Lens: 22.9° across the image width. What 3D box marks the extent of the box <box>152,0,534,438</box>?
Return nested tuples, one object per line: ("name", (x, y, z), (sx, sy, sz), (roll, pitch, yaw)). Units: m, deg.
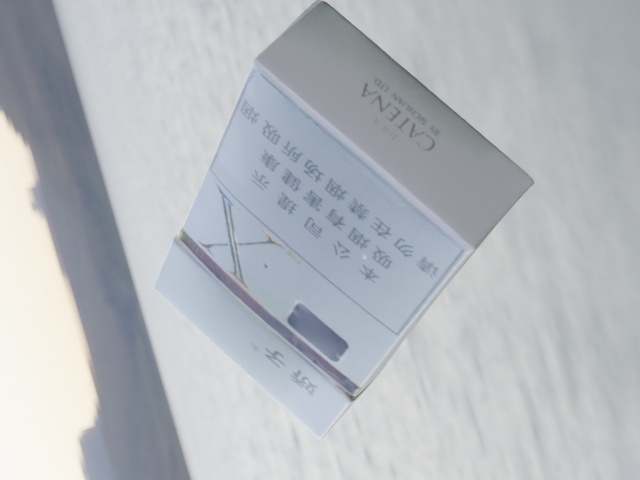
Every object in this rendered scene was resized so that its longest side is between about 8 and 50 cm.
("box", (0.000, 0.000, 0.510), (0.084, 0.040, 0.154), (39, 148, 5))
